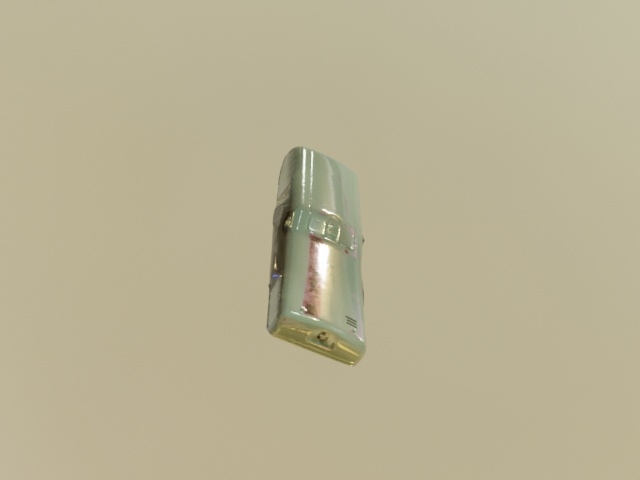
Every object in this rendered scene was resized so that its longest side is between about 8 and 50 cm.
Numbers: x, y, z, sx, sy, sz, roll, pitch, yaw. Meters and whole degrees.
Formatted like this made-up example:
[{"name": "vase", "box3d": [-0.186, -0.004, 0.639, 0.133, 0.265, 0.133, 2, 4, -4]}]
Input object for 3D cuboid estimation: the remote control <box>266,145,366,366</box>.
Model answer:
[{"name": "remote control", "box3d": [0.000, 0.000, 0.424, 0.065, 0.029, 0.166, 25, -142, -21]}]
